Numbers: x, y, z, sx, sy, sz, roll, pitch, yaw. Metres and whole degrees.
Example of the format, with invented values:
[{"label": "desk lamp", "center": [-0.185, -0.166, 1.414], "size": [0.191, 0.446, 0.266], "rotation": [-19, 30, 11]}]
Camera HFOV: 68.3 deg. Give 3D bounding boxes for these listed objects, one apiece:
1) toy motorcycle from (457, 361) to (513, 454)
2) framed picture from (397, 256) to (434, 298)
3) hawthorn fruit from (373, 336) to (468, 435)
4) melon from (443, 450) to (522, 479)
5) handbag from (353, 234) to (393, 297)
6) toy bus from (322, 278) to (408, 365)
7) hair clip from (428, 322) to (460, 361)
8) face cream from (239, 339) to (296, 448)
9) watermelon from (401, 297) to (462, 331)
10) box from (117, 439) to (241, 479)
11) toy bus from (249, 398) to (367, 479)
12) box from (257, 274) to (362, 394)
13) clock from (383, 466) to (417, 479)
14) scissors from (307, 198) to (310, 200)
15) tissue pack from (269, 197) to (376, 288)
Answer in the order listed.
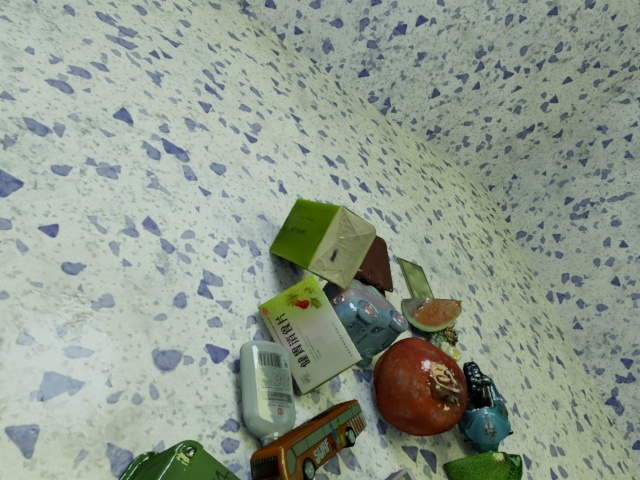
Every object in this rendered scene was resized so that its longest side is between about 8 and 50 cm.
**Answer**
[{"label": "toy motorcycle", "center": [0.495, 0.565, 1.456], "size": [0.232, 0.172, 0.416], "rotation": [-93, 168, -50]}, {"label": "framed picture", "center": [0.416, 0.182, 2.011], "size": [0.173, 0.010, 0.231], "rotation": [22, 40, -36]}, {"label": "hawthorn fruit", "center": [0.299, 0.424, 1.329], "size": [0.276, 0.307, 0.276], "rotation": [0, 89, -23]}, {"label": "melon", "center": [0.522, 0.717, 1.410], "size": [0.265, 0.169, 0.129], "rotation": [23, 41, -32]}, {"label": "handbag", "center": [0.156, 0.061, 1.768], "size": [0.260, 0.084, 0.276], "rotation": [31, 36, -30]}, {"label": "toy bus", "center": [0.102, 0.223, 1.429], "size": [0.294, 0.197, 0.232], "rotation": [20, 31, -36]}, {"label": "hair clip", "center": [0.472, 0.384, 1.784], "size": [0.138, 0.091, 0.321], "rotation": [35, 33, -16]}, {"label": "face cream", "center": [-0.117, 0.378, 1.087], "size": [0.144, 0.071, 0.291], "rotation": [21, 45, -39]}, {"label": "watermelon", "center": [0.413, 0.269, 1.813], "size": [0.231, 0.128, 0.146], "rotation": [6, 5, -22]}, {"label": "box", "center": [-0.235, 0.496, 0.719], "size": [0.253, 0.177, 0.329], "rotation": [44, 32, -9]}, {"label": "toy bus", "center": [-0.010, 0.449, 1.047], "size": [0.409, 0.093, 0.092], "rotation": [9, 60, -64]}, {"label": "box", "center": [-0.029, 0.244, 1.245], "size": [0.261, 0.175, 0.062], "rotation": [59, -3, 17]}, {"label": "clock", "center": [0.189, 0.670, 1.155], "size": [0.197, 0.063, 0.150], "rotation": [-1, 56, -51]}, {"label": "scissors", "center": [-0.030, -0.085, 1.747], "size": [0.085, 0.022, 0.176], "rotation": [19, 45, -36]}, {"label": "tissue pack", "center": [0.000, 0.000, 1.404], "size": [0.167, 0.200, 0.274], "rotation": [30, -6, -28]}]
